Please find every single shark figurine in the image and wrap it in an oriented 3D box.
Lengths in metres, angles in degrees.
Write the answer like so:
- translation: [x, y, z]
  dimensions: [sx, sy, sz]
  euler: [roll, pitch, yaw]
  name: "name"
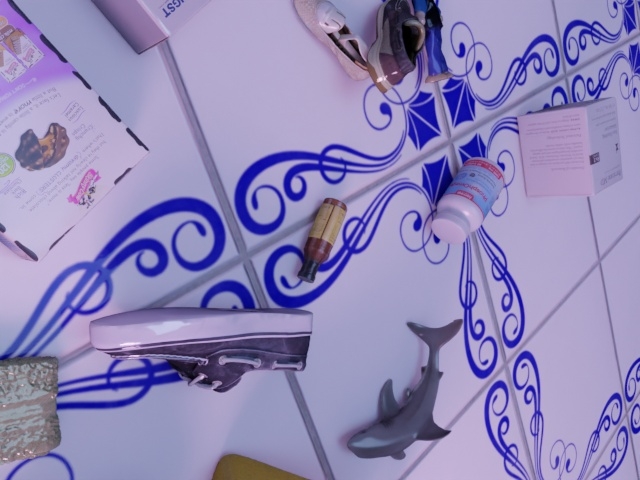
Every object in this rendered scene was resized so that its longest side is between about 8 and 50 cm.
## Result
- translation: [0.177, 0.276, 0.940]
  dimensions: [0.278, 0.116, 0.166]
  euler: [-52, 123, -25]
  name: "shark figurine"

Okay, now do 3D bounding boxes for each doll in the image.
- translation: [0.186, -0.371, 0.964]
  dimensions: [0.129, 0.046, 0.188]
  euler: [-31, 110, -57]
  name: "doll"

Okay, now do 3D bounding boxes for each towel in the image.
- translation: [-0.335, 0.171, 0.549]
  dimensions: [0.148, 0.027, 0.110]
  euler: [-2, 91, -40]
  name: "towel"

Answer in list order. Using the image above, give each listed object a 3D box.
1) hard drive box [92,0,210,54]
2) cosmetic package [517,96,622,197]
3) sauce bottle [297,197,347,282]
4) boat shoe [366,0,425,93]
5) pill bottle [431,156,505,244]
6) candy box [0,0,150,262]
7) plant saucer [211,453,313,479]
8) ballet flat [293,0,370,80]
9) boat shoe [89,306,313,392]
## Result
- translation: [-0.204, -0.358, 0.605]
  dimensions: [0.232, 0.089, 0.181]
  euler: [50, 62, -31]
  name: "hard drive box"
- translation: [0.540, -0.199, 1.208]
  dimensions: [0.151, 0.151, 0.183]
  euler: [-23, 106, -37]
  name: "cosmetic package"
- translation: [0.000, 0.000, 0.824]
  dimensions: [0.042, 0.042, 0.128]
  euler: [36, 70, -36]
  name: "sauce bottle"
- translation: [0.127, -0.310, 0.862]
  dimensions: [0.080, 0.074, 0.223]
  euler: [54, 37, -35]
  name: "boat shoe"
- translation: [0.268, -0.071, 1.021]
  dimensions: [0.160, 0.087, 0.087]
  euler: [-53, 122, -27]
  name: "pill bottle"
- translation: [-0.298, -0.103, 0.544]
  dimensions: [0.196, 0.070, 0.164]
  euler: [52, 60, -28]
  name: "candy box"
- translation: [-0.024, 0.470, 0.660]
  dimensions: [0.333, 0.081, 0.332]
  euler: [17, 76, 4]
  name: "plant saucer"
- translation: [0.030, -0.309, 0.832]
  dimensions: [0.168, 0.052, 0.057]
  euler: [41, 66, -34]
  name: "ballet flat"
- translation: [-0.130, 0.135, 0.680]
  dimensions: [0.301, 0.108, 0.102]
  euler: [7, 85, -48]
  name: "boat shoe"
